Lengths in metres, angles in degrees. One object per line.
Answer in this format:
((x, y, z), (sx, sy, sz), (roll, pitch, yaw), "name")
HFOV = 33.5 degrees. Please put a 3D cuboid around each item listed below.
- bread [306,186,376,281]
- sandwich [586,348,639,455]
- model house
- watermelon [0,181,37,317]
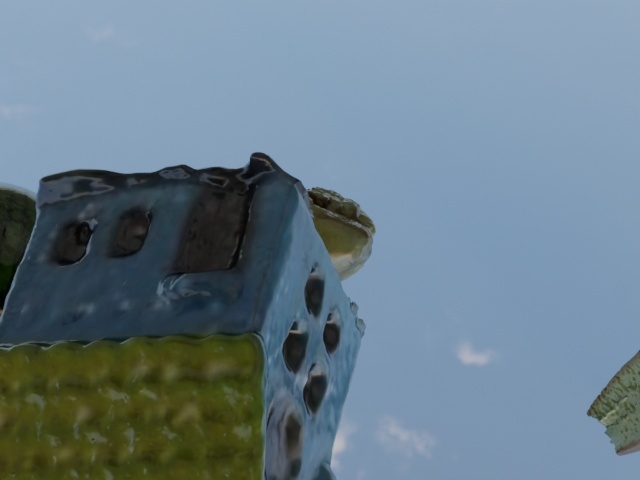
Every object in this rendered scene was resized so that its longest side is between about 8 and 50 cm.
((-0.002, 0.002, 1.198), (0.110, 0.103, 0.156), (36, -150, 31), "bread")
((0.434, 0.150, 1.216), (0.258, 0.096, 0.094), (-29, -123, -4), "sandwich")
((-0.117, 0.121, 0.770), (0.237, 0.215, 0.303), (-4, -131, 18), "model house")
((-0.330, 0.046, 1.055), (0.188, 0.188, 0.214), (6, -125, -9), "watermelon")
